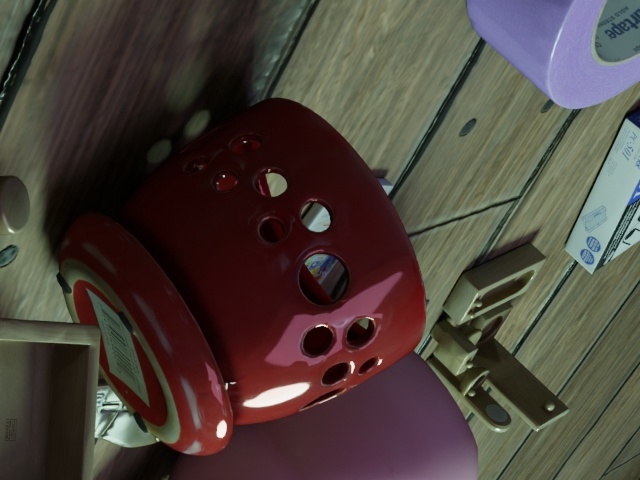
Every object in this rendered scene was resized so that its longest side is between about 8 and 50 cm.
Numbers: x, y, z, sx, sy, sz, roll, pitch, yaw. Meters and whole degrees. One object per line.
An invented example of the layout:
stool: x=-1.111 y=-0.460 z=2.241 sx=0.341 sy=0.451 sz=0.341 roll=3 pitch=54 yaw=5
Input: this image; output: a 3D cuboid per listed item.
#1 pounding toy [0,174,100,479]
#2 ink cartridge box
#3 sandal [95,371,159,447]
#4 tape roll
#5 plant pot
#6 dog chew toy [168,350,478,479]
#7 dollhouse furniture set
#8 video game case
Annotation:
pounding toy: x=-0.211 y=0.066 z=1.007 sx=0.181 sy=0.094 sz=0.206 roll=10 pitch=81 yaw=-64
ink cartridge box: x=0.322 y=-0.062 z=1.817 sx=0.097 sy=0.046 sz=0.207 roll=-32 pitch=155 yaw=-32
sandal: x=-0.161 y=0.110 z=1.271 sx=0.180 sy=0.049 sz=0.072 roll=-2 pitch=129 yaw=-40
tape roll: x=0.235 y=-0.229 z=1.311 sx=0.275 sy=0.090 sz=0.275 roll=-38 pitch=157 yaw=-20
plant pot: x=-0.054 y=0.031 z=1.123 sx=0.174 sy=0.191 sz=0.191 roll=-32 pitch=155 yaw=-24
dog chew toy: x=-0.034 y=0.224 z=1.502 sx=0.332 sy=0.206 sz=0.206 roll=-33 pitch=156 yaw=-11
dollhouse furniture set: x=0.195 y=0.106 z=1.783 sx=0.144 sy=0.123 sz=0.151 roll=-22 pitch=149 yaw=-45
video game case: x=0.000 y=0.000 z=1.401 sx=0.122 sy=0.011 sz=0.087 roll=-53 pitch=157 yaw=19
